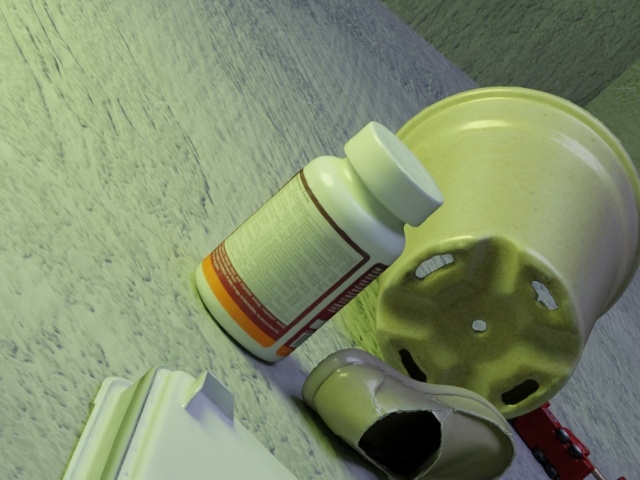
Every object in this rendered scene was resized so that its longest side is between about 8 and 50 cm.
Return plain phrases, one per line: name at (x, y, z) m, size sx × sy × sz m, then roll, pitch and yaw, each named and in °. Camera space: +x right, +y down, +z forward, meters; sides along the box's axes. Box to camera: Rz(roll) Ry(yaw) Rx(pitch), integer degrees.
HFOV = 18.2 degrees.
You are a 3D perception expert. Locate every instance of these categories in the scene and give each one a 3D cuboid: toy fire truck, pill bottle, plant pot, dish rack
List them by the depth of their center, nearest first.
dish rack at (-0.049, 0.221, 1.393) m, size 0.285 × 0.072 × 0.333 m, roll 46°, pitch 14°, yaw -10°
pill bottle at (0.000, 0.000, 1.833) m, size 0.121 × 0.221 × 0.121 m, roll 45°, pitch 13°, yaw -14°
plant pot at (0.194, 0.036, 2.228) m, size 0.334 × 0.334 × 0.305 m, roll 45°, pitch 24°, yaw -11°
toy fire truck at (0.304, 0.258, 2.436) m, size 0.192 × 0.047 × 0.135 m, roll 52°, pitch 14°, yaw 22°

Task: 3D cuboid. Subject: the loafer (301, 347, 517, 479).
loafer at (0.092, 0.187, 1.881) m, size 0.268 × 0.102 × 0.092 m, roll 24°, pitch 27°, yaw -40°
